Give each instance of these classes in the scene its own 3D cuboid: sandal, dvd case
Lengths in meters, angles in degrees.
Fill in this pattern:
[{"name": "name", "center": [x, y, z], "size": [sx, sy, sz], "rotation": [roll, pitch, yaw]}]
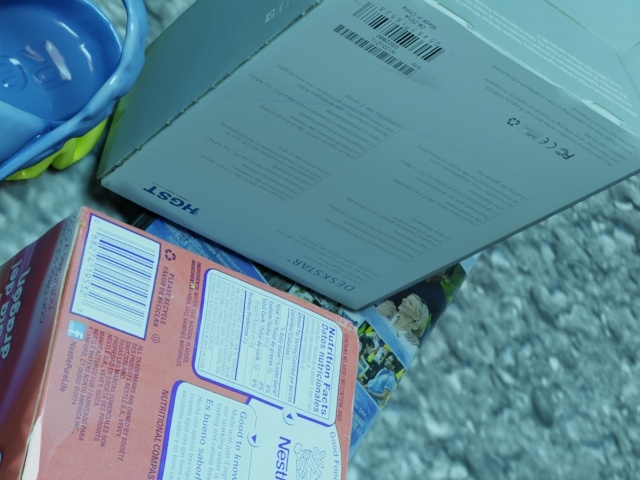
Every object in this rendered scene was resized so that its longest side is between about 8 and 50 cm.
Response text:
[{"name": "sandal", "center": [-0.191, -0.057, 0.545], "size": [0.317, 0.138, 0.126], "rotation": [-41, 100, -41]}, {"name": "dvd case", "center": [0.000, 0.000, 0.756], "size": [0.180, 0.022, 0.253], "rotation": [48, 48, -11]}]

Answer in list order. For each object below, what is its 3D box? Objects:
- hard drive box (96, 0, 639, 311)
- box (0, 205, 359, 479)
[{"name": "hard drive box", "center": [0.026, -0.068, 0.634], "size": [0.181, 0.232, 0.089], "rotation": [28, 54, -28]}, {"name": "box", "center": [-0.093, 0.161, 0.520], "size": [0.154, 0.142, 0.299], "rotation": [24, 57, -30]}]
